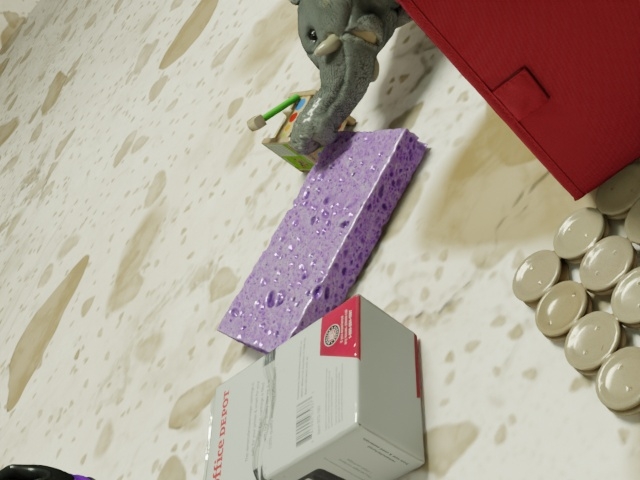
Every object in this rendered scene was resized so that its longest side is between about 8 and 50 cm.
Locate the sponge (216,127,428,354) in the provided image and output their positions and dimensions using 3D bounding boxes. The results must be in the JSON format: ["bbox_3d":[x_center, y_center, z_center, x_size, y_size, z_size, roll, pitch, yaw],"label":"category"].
[{"bbox_3d":[0.000,0.000,0.831,0.117,0.031,0.210,12,70,59],"label":"sponge"}]

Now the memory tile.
[{"bbox_3d":[0.173,0.023,0.564,0.113,0.012,0.148,-48,30,12],"label":"memory tile"}]

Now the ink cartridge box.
[{"bbox_3d":[-0.007,0.124,0.676,0.150,0.063,0.109,-36,34,31],"label":"ink cartridge box"}]

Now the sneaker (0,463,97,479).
[{"bbox_3d":[-0.191,0.251,0.733,0.102,0.146,0.293,-57,28,-3],"label":"sneaker"}]

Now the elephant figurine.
[{"bbox_3d":[0.035,-0.225,0.868,0.239,0.169,0.186,-40,6,32],"label":"elephant figurine"}]

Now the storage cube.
[{"bbox_3d":[0.159,-0.180,0.599,0.193,0.215,0.183,-36,33,19],"label":"storage cube"}]

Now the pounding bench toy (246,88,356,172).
[{"bbox_3d":[-0.020,-0.112,0.925,0.052,0.083,0.065,7,67,59],"label":"pounding bench toy"}]
